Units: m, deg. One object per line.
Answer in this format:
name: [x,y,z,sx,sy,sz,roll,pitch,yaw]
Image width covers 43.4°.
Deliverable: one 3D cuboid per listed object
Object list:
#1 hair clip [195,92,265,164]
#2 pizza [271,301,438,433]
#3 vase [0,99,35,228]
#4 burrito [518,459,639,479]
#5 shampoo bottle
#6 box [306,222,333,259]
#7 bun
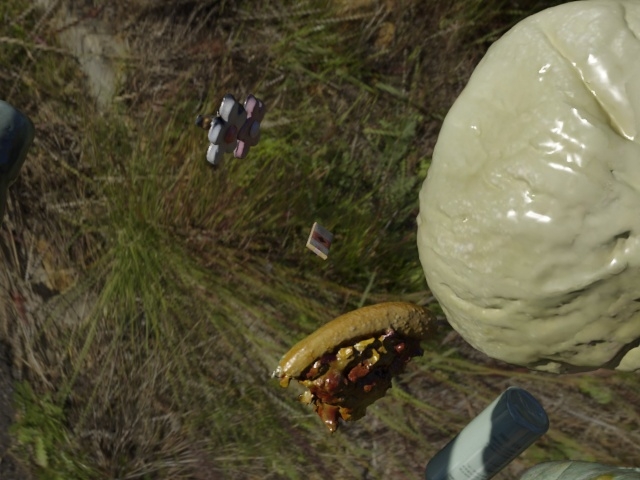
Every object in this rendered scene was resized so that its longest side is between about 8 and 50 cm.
hair clip: [-0.178,-0.233,1.665,0.075,0.257,0.146,17,104,21]
pizza: [0.061,0.210,1.273,0.290,0.228,0.081,-14,39,-30]
vase: [-0.193,0.027,0.371,0.060,0.060,0.211,27,76,-5]
burrito: [0.124,0.139,0.349,0.066,0.309,0.096,42,76,4]
shampoo bottle: [0.145,0.226,0.809,0.056,0.195,0.056,29,30,-18]
box: [0.000,0.000,1.541,0.046,0.012,0.083,37,29,-11]
bun: [0.174,-0.018,0.499,0.244,0.153,0.243,-7,116,-15]
